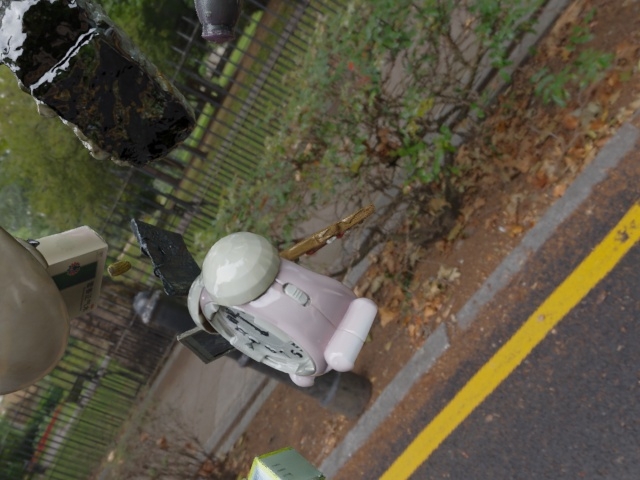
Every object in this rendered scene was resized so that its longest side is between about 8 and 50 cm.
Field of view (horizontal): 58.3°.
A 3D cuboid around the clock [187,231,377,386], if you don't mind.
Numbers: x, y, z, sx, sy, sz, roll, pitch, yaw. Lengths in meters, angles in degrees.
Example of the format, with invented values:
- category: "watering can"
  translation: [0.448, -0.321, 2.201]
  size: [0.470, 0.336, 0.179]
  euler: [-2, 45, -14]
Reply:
- category: "clock"
  translation: [-0.094, 0.136, 1.128]
  size: [0.342, 0.326, 0.183]
  euler: [-50, 14, 56]

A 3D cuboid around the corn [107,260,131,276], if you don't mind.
- category: "corn"
  translation: [-0.532, 0.073, 1.518]
  size: [0.037, 0.037, 0.092]
  euler: [-60, -2, 12]

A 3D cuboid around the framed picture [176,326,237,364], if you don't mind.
- category: "framed picture"
  translation: [-0.310, 0.306, 1.849]
  size: [0.024, 0.232, 0.315]
  euler: [62, 174, 24]

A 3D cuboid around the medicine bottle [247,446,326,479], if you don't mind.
- category: "medicine bottle"
  translation: [-0.114, 0.678, 1.467]
  size: [0.141, 0.137, 0.250]
  euler: [28, 104, 35]

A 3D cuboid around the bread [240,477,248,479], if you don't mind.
- category: "bread"
  translation: [-0.178, 0.497, 0.956]
  size: [0.112, 0.193, 0.036]
  euler: [46, 149, 32]

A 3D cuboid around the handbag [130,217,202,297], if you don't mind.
- category: "handbag"
  translation: [-0.431, 0.056, 1.617]
  size: [0.089, 0.270, 0.175]
  euler: [-40, -23, 9]

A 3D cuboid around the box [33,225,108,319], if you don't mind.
- category: "box"
  translation: [-0.607, 0.089, 1.351]
  size: [0.168, 0.095, 0.211]
  euler: [-28, -32, -51]

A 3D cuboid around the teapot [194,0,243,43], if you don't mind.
- category: "teapot"
  translation: [-0.251, -0.539, 1.349]
  size: [0.148, 0.116, 0.145]
  euler: [11, 106, 34]

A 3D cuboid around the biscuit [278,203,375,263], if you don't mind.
- category: "biscuit"
  translation: [0.000, 0.000, 1.526]
  size: [0.340, 0.047, 0.216]
  euler: [-28, 3, -7]

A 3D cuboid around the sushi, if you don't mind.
- category: "sushi"
  translation: [-0.361, -0.262, 0.922]
  size: [0.171, 0.350, 0.211]
  euler: [-40, 44, 3]

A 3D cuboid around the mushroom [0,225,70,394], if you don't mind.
- category: "mushroom"
  translation: [-0.592, 0.093, 1.020]
  size: [0.362, 0.362, 0.294]
  euler: [-48, -2, 42]
